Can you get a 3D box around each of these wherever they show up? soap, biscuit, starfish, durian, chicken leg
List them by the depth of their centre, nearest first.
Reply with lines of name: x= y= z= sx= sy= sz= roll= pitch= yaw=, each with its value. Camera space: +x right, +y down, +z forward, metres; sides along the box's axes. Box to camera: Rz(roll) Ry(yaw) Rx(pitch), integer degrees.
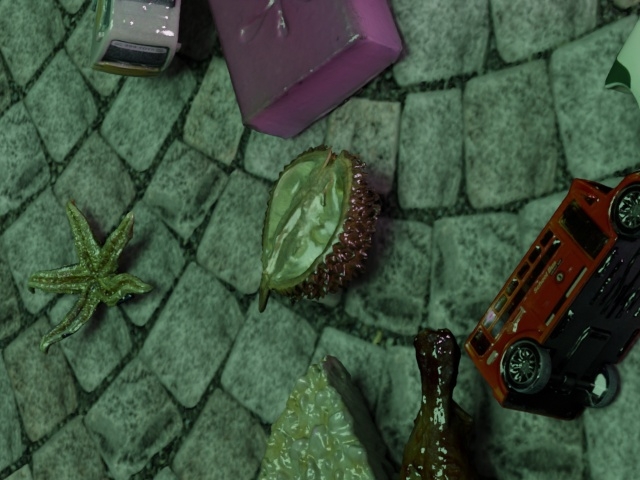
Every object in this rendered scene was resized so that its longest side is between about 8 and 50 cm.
chicken leg: x=0.142 y=0.237 z=1.537 sx=0.322 sy=0.083 sz=0.177 roll=57 pitch=136 yaw=34
biscuit: x=0.013 y=0.267 z=1.675 sx=0.179 sy=0.084 sz=0.281 roll=-37 pitch=57 yaw=35
durian: x=0.000 y=0.000 z=1.729 sx=0.188 sy=0.091 sz=0.148 roll=-54 pitch=40 yaw=5
soap: x=-0.030 y=-0.262 z=1.814 sx=0.181 sy=0.081 sz=0.259 roll=-33 pitch=62 yaw=32
starfish: x=-0.270 y=0.025 z=1.985 sx=0.208 sy=0.053 sz=0.176 roll=-28 pitch=63 yaw=31

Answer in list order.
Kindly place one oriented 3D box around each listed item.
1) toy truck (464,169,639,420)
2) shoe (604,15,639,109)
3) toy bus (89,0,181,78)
toy truck: x=0.237 y=0.034 z=1.505 sx=0.253 sy=0.107 sz=0.114 roll=-58 pitch=41 yaw=19
shoe: x=0.337 y=-0.093 z=1.462 sx=0.110 sy=0.095 sz=0.265 roll=-52 pitch=48 yaw=28
toy bus: x=-0.193 y=-0.360 z=1.930 sx=0.138 sy=0.097 sz=0.343 roll=156 pitch=120 yaw=-71
